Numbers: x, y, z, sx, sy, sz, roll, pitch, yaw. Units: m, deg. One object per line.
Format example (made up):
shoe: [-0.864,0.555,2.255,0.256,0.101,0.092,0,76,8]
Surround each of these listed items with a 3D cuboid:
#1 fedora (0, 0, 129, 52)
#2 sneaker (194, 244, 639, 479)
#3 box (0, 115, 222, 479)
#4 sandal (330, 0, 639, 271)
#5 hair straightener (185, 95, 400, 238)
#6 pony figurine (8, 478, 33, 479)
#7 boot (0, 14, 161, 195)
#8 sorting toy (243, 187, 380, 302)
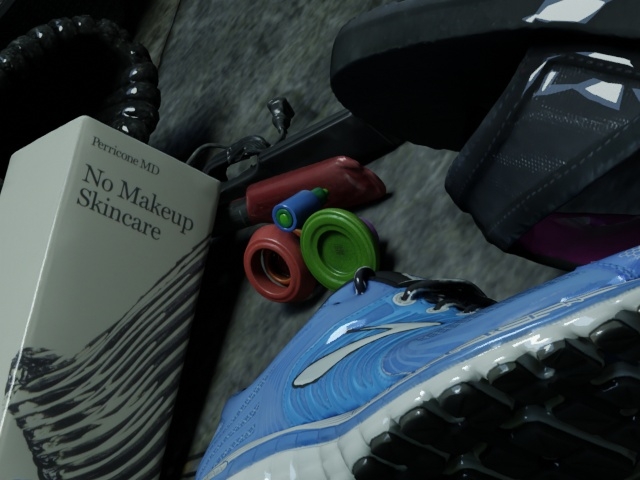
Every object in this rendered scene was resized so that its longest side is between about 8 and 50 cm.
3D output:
fedora: [-0.264,-0.219,1.464,0.334,0.152,0.334,-37,33,29]
sneaker: [0.051,0.059,0.718,0.330,0.130,0.147,-28,40,40]
box: [-0.149,0.075,0.981,0.094,0.113,0.275,-21,52,49]
sandal: [0.140,-0.042,0.673,0.446,0.167,0.107,3,79,57]
hair straightener: [-0.031,-0.043,1.052,0.230,0.047,0.089,-23,41,50]
pony figurine: [-0.208,0.201,0.741,0.363,0.351,0.303,-16,41,43]
boot: [-0.250,0.019,1.153,0.260,0.131,0.348,-32,33,58]
sorting toy: [0.000,0.000,0.949,0.102,0.061,0.042,-13,14,41]
